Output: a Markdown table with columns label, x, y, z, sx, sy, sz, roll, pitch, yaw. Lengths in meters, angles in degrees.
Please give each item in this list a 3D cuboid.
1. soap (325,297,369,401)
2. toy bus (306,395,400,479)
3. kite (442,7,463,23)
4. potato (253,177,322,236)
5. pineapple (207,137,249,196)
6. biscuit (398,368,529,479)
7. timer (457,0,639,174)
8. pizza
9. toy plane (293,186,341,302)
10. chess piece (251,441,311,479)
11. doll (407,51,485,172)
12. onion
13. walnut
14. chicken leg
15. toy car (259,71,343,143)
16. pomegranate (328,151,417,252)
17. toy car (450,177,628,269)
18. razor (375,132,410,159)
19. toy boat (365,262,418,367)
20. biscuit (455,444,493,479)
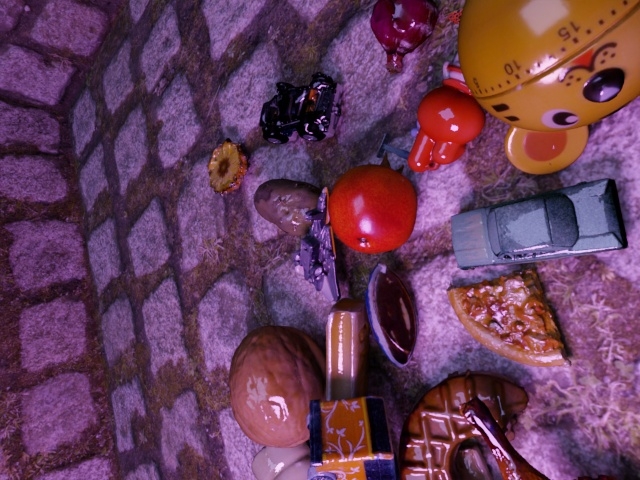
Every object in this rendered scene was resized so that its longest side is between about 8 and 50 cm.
| label | x | y | z | sx | sy | sz | roll | pitch | yaw |
| --- | --- | --- | --- | --- | --- | --- | --- | --- | --- |
| soap | 0.071 | 0.293 | 1.122 | 0.089 | 0.173 | 0.273 | 1 | 95 | 17 |
| toy bus | 0.079 | 0.509 | 1.007 | 0.161 | 0.194 | 0.323 | -95 | -5 | -54 |
| kite | 0.389 | -0.513 | 1.002 | 0.125 | 0.008 | 0.222 | -52 | 56 | 27 |
| potato | -0.086 | -0.107 | 1.310 | 0.262 | 0.165 | 0.164 | 29 | 107 | 42 |
| pineapple | -0.328 | -0.262 | 1.600 | 0.225 | 0.076 | 0.224 | -6 | 80 | 41 |
| biscuit | 0.292 | 0.453 | 0.907 | 0.269 | 0.115 | 0.365 | -5 | 72 | 23 |
| timer | 0.437 | -0.325 | 0.758 | 0.376 | 0.376 | 0.387 | -30 | 109 | 37 |
| pizza | 0.395 | 0.146 | 0.925 | 0.292 | 0.058 | 0.197 | 39 | 112 | 37 |
| toy plane | -0.010 | 0.005 | 1.182 | 0.204 | 0.103 | 0.316 | 37 | 143 | 38 |
| chess piece | -0.013 | 0.738 | 1.173 | 0.442 | 0.234 | 0.234 | 47 | 118 | 39 |
| doll | 0.292 | -0.280 | 0.999 | 0.161 | 0.130 | 0.290 | 36 | 117 | 35 |
| onion | 0.191 | -0.523 | 1.100 | 0.173 | 0.135 | 0.198 | 27 | 107 | 43 |
| walnut | -0.111 | 0.388 | 1.213 | 0.333 | 0.333 | 0.332 | -3 | 86 | 42 |
| chicken leg | 0.411 | 0.437 | 0.767 | 0.407 | 0.096 | 0.158 | 32 | 84 | 17 |
| toy car | -0.065 | -0.389 | 1.340 | 0.301 | 0.118 | 0.193 | 4 | 82 | 43 |
| pomegranate | 0.134 | -0.091 | 1.088 | 0.221 | 0.221 | 0.256 | 3 | 58 | 43 |
| toy car | 0.414 | -0.026 | 0.891 | 0.321 | 0.097 | 0.141 | -13 | 78 | 41 |
| razor | 0.212 | -0.222 | 1.135 | 0.135 | 0.040 | 0.068 | 31 | 109 | 32 |
| toy boat | 0.172 | 0.186 | 1.104 | 0.115 | 0.114 | 0.261 | 116 | 141 | -70 |
| biscuit | 0.351 | 0.538 | 0.948 | 0.056 | 0.052 | 0.187 | -33 | 66 | 25 |
